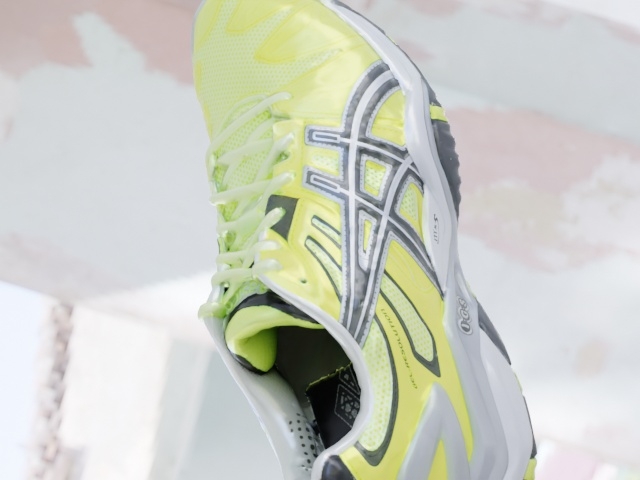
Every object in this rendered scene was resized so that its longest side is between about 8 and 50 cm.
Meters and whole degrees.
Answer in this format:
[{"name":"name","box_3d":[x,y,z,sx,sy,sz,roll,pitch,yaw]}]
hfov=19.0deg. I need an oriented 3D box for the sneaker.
[{"name":"sneaker","box_3d":[0.000,0.000,1.105,0.147,0.385,0.145,6,-38,-46]}]
